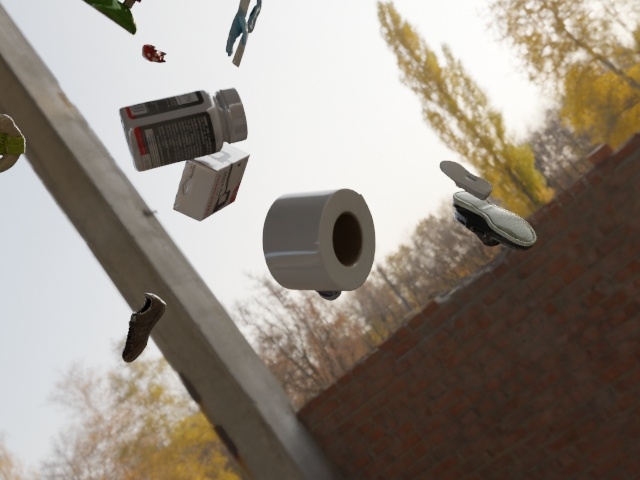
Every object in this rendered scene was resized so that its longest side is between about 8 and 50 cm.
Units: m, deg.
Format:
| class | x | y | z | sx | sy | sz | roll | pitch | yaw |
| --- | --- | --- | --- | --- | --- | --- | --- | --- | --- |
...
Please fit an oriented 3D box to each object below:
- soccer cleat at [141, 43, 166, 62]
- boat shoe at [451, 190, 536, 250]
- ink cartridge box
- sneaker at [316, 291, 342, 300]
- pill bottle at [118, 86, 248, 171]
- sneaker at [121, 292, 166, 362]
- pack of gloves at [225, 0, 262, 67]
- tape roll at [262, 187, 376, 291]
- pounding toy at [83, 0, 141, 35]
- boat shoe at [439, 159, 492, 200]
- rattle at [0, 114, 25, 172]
| class | x | y | z | sx | sy | sz | roll | pitch | yaw |
| --- | --- | --- | --- | --- | --- | --- | --- | --- | --- |
| soccer cleat | -0.290 | -0.316 | 1.156 | 0.083 | 0.036 | 0.029 | -38 | -44 | -78 |
| boat shoe | 0.540 | -0.039 | 2.167 | 0.127 | 0.340 | 0.113 | -18 | -52 | -33 |
| ink cartridge box | -0.317 | -0.175 | 2.003 | 0.171 | 0.100 | 0.237 | -68 | -10 | 24 |
| sneaker | -0.031 | 0.089 | 2.027 | 0.083 | 0.224 | 0.098 | -49 | -27 | -29 |
| pill bottle | -0.331 | -0.276 | 1.661 | 0.283 | 0.161 | 0.161 | -16 | -16 | -15 |
| sneaker | -0.479 | 0.224 | 1.780 | 0.066 | 0.071 | 0.188 | -3 | 52 | 40 |
| pack of gloves | -0.204 | -0.621 | 1.966 | 0.195 | 0.046 | 0.232 | -14 | -56 | -82 |
| tape roll | 0.000 | 0.000 | 1.631 | 0.169 | 0.246 | 0.246 | -3 | 12 | 35 |
| pounding toy | -0.574 | -0.673 | 1.913 | 0.110 | 0.183 | 0.237 | -56 | 24 | 5 |
| boat shoe | 0.450 | -0.187 | 2.136 | 0.066 | 0.184 | 0.063 | -52 | -17 | -34 |
| rattle | -0.735 | -0.196 | 1.417 | 0.200 | 0.143 | 0.130 | -40 | -23 | -21 |
